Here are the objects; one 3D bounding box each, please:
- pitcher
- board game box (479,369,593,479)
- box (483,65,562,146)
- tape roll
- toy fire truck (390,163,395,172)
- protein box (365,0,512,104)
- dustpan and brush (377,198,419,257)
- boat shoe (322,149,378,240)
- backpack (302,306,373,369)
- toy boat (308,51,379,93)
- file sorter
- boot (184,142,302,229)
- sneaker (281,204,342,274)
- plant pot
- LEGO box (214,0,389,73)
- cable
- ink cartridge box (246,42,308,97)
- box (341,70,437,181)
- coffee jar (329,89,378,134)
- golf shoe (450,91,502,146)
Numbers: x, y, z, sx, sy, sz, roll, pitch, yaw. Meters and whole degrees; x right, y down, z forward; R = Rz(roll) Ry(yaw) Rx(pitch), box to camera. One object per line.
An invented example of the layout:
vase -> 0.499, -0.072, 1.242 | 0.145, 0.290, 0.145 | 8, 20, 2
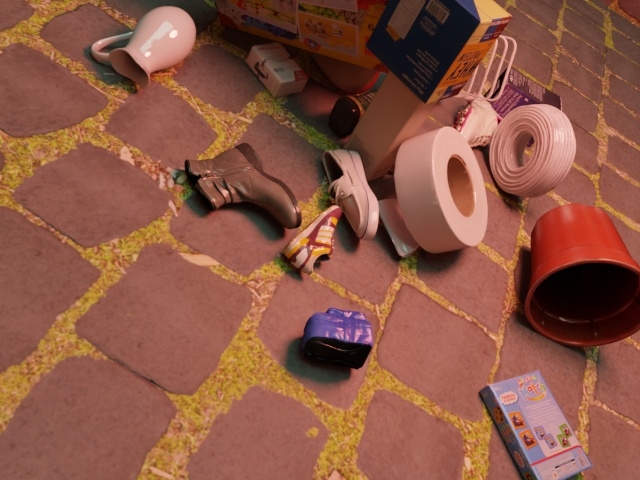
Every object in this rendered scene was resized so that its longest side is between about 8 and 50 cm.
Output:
pitcher -> -0.400, -0.454, 1.324 | 0.178, 0.125, 0.207 | 26, 57, 12
board game box -> 0.437, 0.381, 1.178 | 0.160, 0.039, 0.211 | -5, 59, -32
box -> 0.626, -0.419, 1.822 | 0.207, 0.153, 0.108 | 27, 47, -7
tape roll -> 0.286, -0.116, 1.350 | 0.286, 0.100, 0.286 | 21, 63, -48
toy fire truck -> 0.215, -0.283, 1.504 | 0.047, 0.135, 0.192 | 20, 48, -14
protein box -> 0.240, -0.434, 1.210 | 0.136, 0.201, 0.200 | -26, 68, -42
dustpan and brush -> 0.223, -0.045, 1.388 | 0.211, 0.060, 0.147 | -19, 78, -31
boat shoe -> 0.061, -0.111, 1.318 | 0.088, 0.096, 0.267 | 4, 53, -21
backpack -> 0.026, 0.179, 1.075 | 0.120, 0.098, 0.101 | 7, 42, -8
toy boat -> 0.079, -0.511, 1.627 | 0.231, 0.151, 0.151 | 56, 21, 19
file sorter -> 0.380, -0.483, 1.562 | 0.173, 0.192, 0.278 | 29, 25, 34
boot -> -0.165, -0.091, 1.201 | 0.161, 0.083, 0.246 | -28, 66, -33
sneaker -> 0.000, 0.000, 1.223 | 0.084, 0.069, 0.185 | 47, 53, -1
plant pot -> 0.622, 0.064, 1.390 | 0.272, 0.272, 0.265 | 26, 40, -9
LEGO box -> -0.014, -0.644, 1.384 | 0.500, 0.372, 0.193 | 19, 71, 10
cable -> 0.575, -0.248, 1.590 | 0.089, 0.257, 0.257 | 7, 75, -23
ink cartridge box -> -0.113, -0.442, 1.503 | 0.099, 0.056, 0.135 | -24, 70, -39
box -> 0.160, -0.271, 1.369 | 0.094, 0.275, 0.113 | -25, 70, -41
coffee jar -> 0.110, -0.337, 1.516 | 0.184, 0.096, 0.079 | -23, 63, -39
golf shoe -> 0.455, -0.323, 1.687 | 0.140, 0.115, 0.306 | 38, 48, -2
